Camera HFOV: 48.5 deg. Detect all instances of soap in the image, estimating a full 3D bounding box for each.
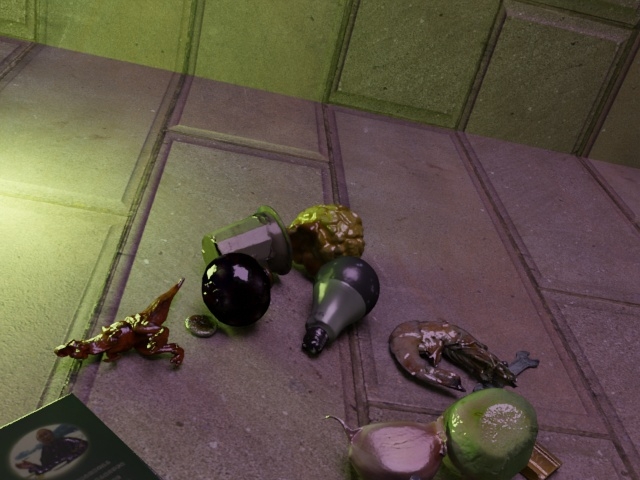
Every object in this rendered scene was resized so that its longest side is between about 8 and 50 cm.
[{"bbox_3d":[0.448,0.472,1.691,0.092,0.037,0.252,-15,42,-39],"label":"soap"}]

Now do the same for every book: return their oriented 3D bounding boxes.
[{"bbox_3d":[-0.457,0.451,1.313,0.371,0.043,0.260,33,32,26],"label":"book"}]

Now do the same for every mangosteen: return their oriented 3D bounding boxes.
[{"bbox_3d":[-0.201,0.123,1.838,0.194,0.194,0.231,32,22,26],"label":"mangosteen"}]

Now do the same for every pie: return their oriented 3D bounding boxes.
[{"bbox_3d":[-0.302,0.214,1.795,0.085,0.017,0.085,12,30,-7],"label":"pie"}]

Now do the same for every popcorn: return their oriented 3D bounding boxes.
[{"bbox_3d":[0.000,0.000,2.120,0.252,0.205,0.236,-8,51,-15],"label":"popcorn"}]

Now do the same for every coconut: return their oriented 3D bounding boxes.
[{"bbox_3d":[0.364,0.431,1.557,0.205,0.235,0.235,8,30,2],"label":"coconut"}]

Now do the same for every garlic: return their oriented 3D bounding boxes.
[{"bbox_3d":[0.130,0.452,1.486,0.267,0.128,0.148,9,36,-9],"label":"garlic"}]

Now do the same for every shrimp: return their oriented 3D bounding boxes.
[{"bbox_3d":[0.343,0.313,1.865,0.361,0.085,0.247,23,35,27],"label":"shrimp"}]

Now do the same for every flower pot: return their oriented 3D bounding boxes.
[{"bbox_3d":[-0.209,0.027,1.988,0.203,0.212,0.212,-20,44,-31],"label":"flower pot"}]

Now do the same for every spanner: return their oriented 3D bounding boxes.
[{"bbox_3d":[0.505,0.361,1.919,0.071,0.017,0.302,35,35,31],"label":"spanner"}]

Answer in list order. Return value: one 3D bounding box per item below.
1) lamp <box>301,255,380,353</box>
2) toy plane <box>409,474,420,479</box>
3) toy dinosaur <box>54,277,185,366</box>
[{"bbox_3d":[0.028,0.171,1.908,0.182,0.181,0.314,32,58,26],"label":"lamp"},{"bbox_3d":[0.129,0.572,1.335,0.268,0.088,0.212,-12,53,-19],"label":"toy plane"},{"bbox_3d":[-0.405,0.215,1.678,0.208,0.097,0.432,21,26,28],"label":"toy dinosaur"}]
